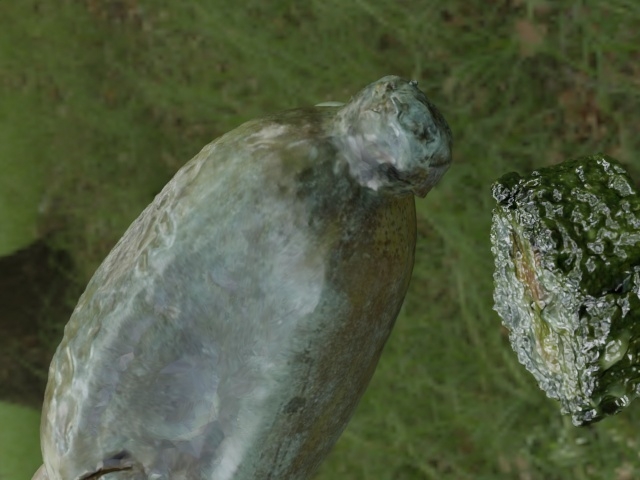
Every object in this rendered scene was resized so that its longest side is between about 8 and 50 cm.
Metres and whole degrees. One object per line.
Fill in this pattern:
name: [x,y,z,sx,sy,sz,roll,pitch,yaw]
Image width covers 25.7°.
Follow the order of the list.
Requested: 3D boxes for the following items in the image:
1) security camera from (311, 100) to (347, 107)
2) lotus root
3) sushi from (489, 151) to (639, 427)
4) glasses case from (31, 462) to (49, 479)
security camera: [0.000,0.000,1.535,0.302,0.157,0.080,-68,-15,11]
lotus root: [-0.046,0.048,0.819,0.350,0.175,0.175,-56,31,10]
sushi: [0.361,0.076,1.910,0.352,0.178,0.294,80,166,-45]
glasses case: [-0.209,0.220,1.443,0.051,0.204,0.081,60,-171,-19]
